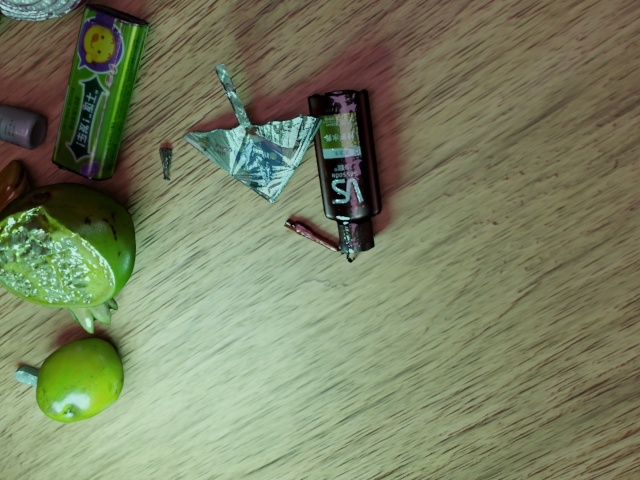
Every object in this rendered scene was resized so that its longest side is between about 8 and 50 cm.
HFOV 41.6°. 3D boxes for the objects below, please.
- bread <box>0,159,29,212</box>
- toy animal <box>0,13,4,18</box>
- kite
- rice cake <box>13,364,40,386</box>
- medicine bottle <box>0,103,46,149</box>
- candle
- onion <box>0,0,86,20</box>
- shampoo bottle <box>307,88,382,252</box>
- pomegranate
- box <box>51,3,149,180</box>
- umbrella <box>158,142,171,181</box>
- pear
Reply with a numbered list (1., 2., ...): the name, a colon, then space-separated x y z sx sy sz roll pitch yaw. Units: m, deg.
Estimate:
1. bread: -0.714 -0.080 1.865 0.077 0.116 0.200 38 112 -27
2. toy animal: -0.717 -0.453 1.724 0.089 0.179 0.188 49 135 -3
3. kite: -0.141 -0.214 1.721 0.335 0.011 0.314 -5 118 26
4. rice cake: -0.628 0.348 2.005 0.211 0.043 0.034 20 104 5
5. medicine bottle: -0.668 -0.250 1.817 0.130 0.080 0.080 18 109 7
6. candle: 0.000 -0.001 1.784 0.167 0.021 0.026 29 110 3
7. onion: -0.543 -0.570 1.641 0.206 0.216 0.207 -3 67 -19
8. shampoo bottle: 0.054 -0.138 1.700 0.129 0.084 0.323 -2 106 17
9. pomegranate: -0.529 0.022 1.814 0.309 0.216 0.358 -5 135 11
10. box: -0.459 -0.303 1.751 0.134 0.097 0.346 23 110 13
11. umbrella: -0.333 -0.168 1.806 0.031 0.020 0.083 3 112 11
12. pear: -0.539 0.320 1.887 0.187 0.220 0.187 3 110 8
